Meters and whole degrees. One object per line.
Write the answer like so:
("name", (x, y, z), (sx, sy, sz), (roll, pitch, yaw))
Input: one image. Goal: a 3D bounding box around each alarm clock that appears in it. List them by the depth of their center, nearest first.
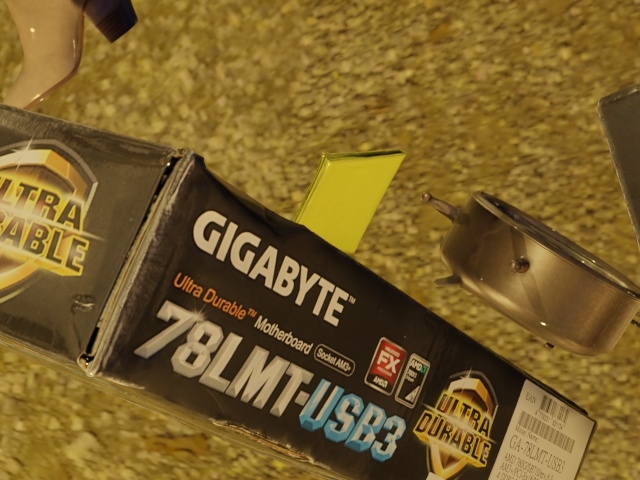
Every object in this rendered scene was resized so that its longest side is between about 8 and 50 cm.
("alarm clock", (0.154, 0.030, 0.904), (0.192, 0.129, 0.064), (20, 104, -35))

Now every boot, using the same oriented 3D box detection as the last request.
("boot", (-0.173, -0.140, 0.847), (0.118, 0.042, 0.087), (-40, 115, -2))

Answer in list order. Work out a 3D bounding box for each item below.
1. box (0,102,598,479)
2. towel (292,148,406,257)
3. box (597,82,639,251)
("box", (-0.082, 0.023, 0.537), (0.293, 0.295, 0.073), (36, 73, -51))
("towel", (0.000, 0.000, 1.400), (0.102, 0.237, 0.021), (-9, 49, -38))
("box", (0.262, -0.012, 0.491), (0.143, 0.270, 0.165), (2, 72, -64))
